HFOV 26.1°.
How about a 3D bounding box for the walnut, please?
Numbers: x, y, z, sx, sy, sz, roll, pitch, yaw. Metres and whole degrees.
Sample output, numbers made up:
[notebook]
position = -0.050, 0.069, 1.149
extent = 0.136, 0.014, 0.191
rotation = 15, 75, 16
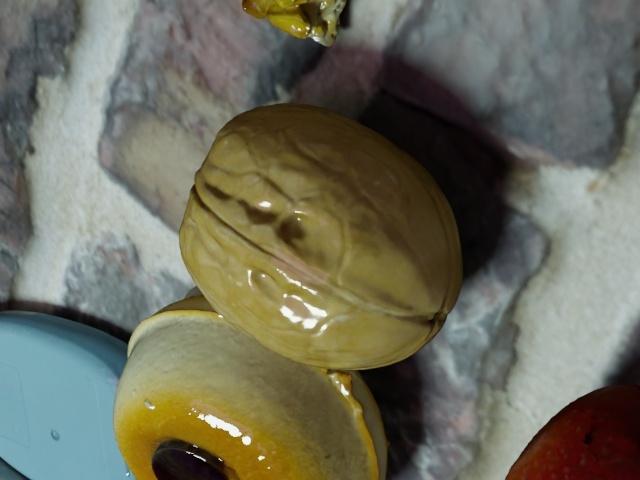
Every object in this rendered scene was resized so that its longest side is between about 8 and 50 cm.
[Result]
[walnut]
position = 0.000, 0.000, 0.928
extent = 0.197, 0.165, 0.165
rotation = 40, 131, 25

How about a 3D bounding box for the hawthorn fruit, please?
[hawthorn fruit]
position = 0.203, 0.170, 0.856
extent = 0.169, 0.169, 0.188
rotation = 50, 121, 6

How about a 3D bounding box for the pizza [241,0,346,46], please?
[pizza]
position = -0.032, -0.200, 0.919
extent = 0.182, 0.062, 0.161
rotation = -20, 104, 40

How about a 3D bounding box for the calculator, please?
[calculator]
position = -0.222, 0.159, 1.253
extent = 0.303, 0.042, 0.188
rotation = 14, 119, 34

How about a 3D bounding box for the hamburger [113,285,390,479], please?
[hamburger]
position = -0.051, 0.141, 1.045
extent = 0.237, 0.147, 0.237
rotation = 21, 134, 23

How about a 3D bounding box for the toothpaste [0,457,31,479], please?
[toothpaste]
position = -0.427, 0.191, 1.410
extent = 0.371, 0.080, 0.125
rotation = 27, 126, 31
